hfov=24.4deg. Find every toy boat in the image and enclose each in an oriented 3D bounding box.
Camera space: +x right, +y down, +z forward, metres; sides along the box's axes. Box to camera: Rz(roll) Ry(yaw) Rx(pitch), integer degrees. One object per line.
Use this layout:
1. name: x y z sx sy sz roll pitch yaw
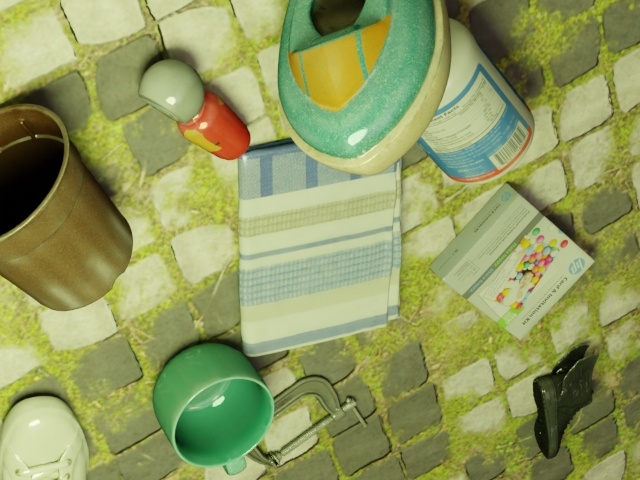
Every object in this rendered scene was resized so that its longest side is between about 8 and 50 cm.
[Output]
1. toy boat: -0.023 -0.171 1.483 0.318 0.267 0.148 -20 145 25

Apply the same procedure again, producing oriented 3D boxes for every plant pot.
1. plant pot: -0.279 -0.020 1.473 0.167 0.167 0.165 -39 138 -1

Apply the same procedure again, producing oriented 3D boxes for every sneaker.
1. sneaker: -0.306 0.316 1.704 0.106 0.123 0.290 -11 124 -21
2. sneaker: 0.344 0.227 2.060 0.089 0.051 0.170 -18 125 -13

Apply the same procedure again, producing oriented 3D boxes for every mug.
1. mug: -0.135 0.196 1.735 0.129 0.097 0.157 5 119 -33

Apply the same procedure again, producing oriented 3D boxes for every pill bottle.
1. pill bottle: 0.134 -0.168 1.626 0.124 0.124 0.221 -43 131 3

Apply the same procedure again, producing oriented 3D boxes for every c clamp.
1. c clamp: -0.024 0.238 1.876 0.161 0.022 0.137 -31 131 -9

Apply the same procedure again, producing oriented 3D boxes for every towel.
1. towel: 0.000 0.000 1.724 0.209 0.034 0.285 -13 124 -19

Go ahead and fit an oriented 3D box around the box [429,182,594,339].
1. box: 0.245 0.030 1.880 0.145 0.038 0.186 -47 132 7
